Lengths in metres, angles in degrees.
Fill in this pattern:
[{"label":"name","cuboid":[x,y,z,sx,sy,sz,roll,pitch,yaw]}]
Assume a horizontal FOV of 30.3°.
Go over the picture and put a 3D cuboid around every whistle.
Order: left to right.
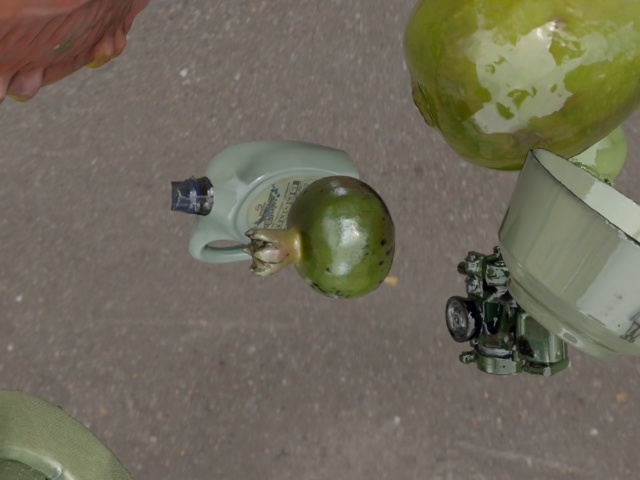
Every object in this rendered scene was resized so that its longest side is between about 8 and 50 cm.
[{"label":"whistle","cuboid":[0.307,-0.152,1.617,0.141,0.294,0.141,-17,128,-23]}]

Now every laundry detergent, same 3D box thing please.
[{"label":"laundry detergent","cuboid":[-0.097,-0.047,1.707,0.280,0.105,0.215,-4,137,-35]}]

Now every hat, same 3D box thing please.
[{"label":"hat","cuboid":[-0.302,0.291,1.223,0.257,0.257,0.130,42,102,-12]}]

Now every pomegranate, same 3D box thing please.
[{"label":"pomegranate","cuboid":[0.000,0.000,1.069,0.142,0.114,0.115,-8,112,-19]}]

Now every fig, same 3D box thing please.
[{"label":"fig","cuboid":[0.265,-0.216,1.400,0.326,0.258,0.258,-13,110,4]}]

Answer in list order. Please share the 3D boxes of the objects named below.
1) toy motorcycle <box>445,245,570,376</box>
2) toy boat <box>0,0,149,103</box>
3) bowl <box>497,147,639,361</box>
[{"label":"toy motorcycle","cuboid":[0.289,0.112,1.696,0.127,0.275,0.205,-13,108,-30]},{"label":"toy boat","cuboid":[-0.156,-0.114,0.388,0.099,0.318,0.141,15,95,38]},{"label":"bowl","cuboid":[0.232,0.025,0.984,0.211,0.211,0.112,30,105,-8]}]
